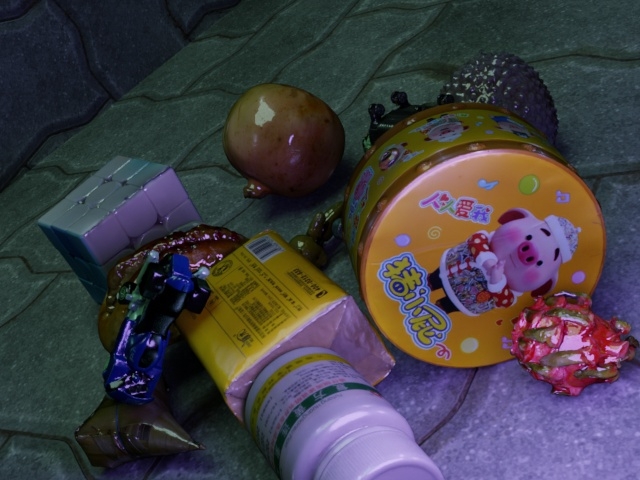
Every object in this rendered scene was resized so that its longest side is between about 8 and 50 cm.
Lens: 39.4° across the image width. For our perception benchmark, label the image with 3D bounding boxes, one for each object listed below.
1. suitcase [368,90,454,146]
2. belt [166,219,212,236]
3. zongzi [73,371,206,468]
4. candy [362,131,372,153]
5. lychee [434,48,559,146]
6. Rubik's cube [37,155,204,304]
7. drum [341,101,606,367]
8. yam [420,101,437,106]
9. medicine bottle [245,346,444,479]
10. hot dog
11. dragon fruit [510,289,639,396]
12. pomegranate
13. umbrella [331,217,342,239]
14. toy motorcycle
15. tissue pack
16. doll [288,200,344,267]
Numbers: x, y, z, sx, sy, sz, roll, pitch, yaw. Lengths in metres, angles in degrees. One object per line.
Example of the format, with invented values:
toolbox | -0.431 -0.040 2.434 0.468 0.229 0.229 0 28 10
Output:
suitcase | 0.226 -0.154 1.879 0.128 0.312 0.202 -31 26 -29
belt | -0.316 0.068 2.118 0.289 0.184 0.164 -34 24 -22
zongzi | -0.310 0.324 1.758 0.289 0.123 0.260 -13 29 25
candy | 0.123 -0.176 2.258 0.091 0.083 0.305 -7 43 31
lychee | 0.385 -0.267 1.966 0.300 0.300 0.300 -21 30 13
Rubik's cube | -0.481 -0.010 2.265 0.291 0.291 0.290 -43 33 -23
drum | 0.248 -0.009 1.511 0.431 0.431 0.214 -25 30 6
yam | 0.242 -0.208 2.125 0.154 0.154 0.254 -7 40 33
medicine bottle | 0.033 0.323 1.379 0.208 0.208 0.340 -34 29 -11
hot dog | -0.294 0.092 1.922 0.405 0.223 0.185 -19 3 -18
dragon fruit | 0.398 0.165 1.400 0.172 0.160 0.166 25 21 38
pomegranate | -0.104 -0.244 2.327 0.338 0.338 0.338 -21 30 13
umbrella | 0.145 -0.009 1.896 0.349 0.094 0.143 8 75 56
toy motorcycle | -0.326 0.177 1.667 0.331 0.125 0.196 -59 32 18
tissue pack | -0.085 0.179 1.688 0.293 0.228 0.382 -36 29 -9
doll | 0.000 0.000 2.048 0.097 0.137 0.209 39 67 13
